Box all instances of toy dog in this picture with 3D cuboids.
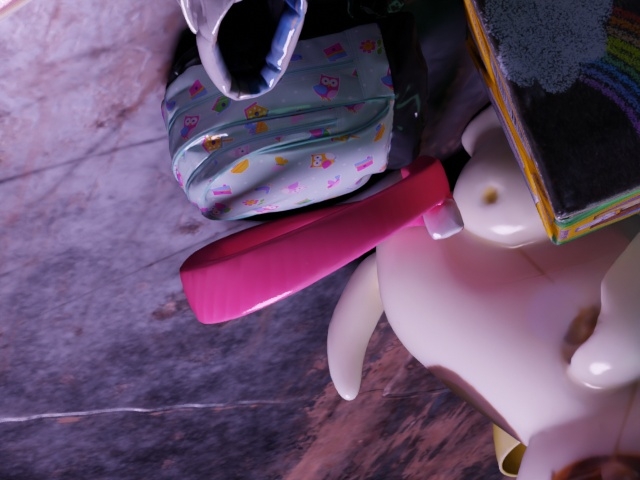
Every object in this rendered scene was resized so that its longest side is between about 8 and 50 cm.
[{"bbox_3d":[0.213,0.107,1.256,0.395,0.408,0.284,-22,149,2],"label":"toy dog"}]

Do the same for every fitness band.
[{"bbox_3d":[0.000,0.000,1.173,0.209,0.054,0.291,-22,-176,2],"label":"fitness band"}]

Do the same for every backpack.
[{"bbox_3d":[-0.019,-0.087,1.099,0.182,0.115,0.152,-12,151,-8],"label":"backpack"}]

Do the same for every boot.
[{"bbox_3d":[-0.039,-0.195,0.901,0.095,0.123,0.258,-13,149,-12],"label":"boot"}]

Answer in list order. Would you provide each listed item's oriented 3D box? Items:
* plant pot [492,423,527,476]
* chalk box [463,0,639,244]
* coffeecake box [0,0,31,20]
[{"bbox_3d":[0.240,0.183,1.704,0.134,0.095,0.134,-15,149,-10],"label":"plant pot"},{"bbox_3d":[0.261,-0.136,1.075,0.289,0.180,0.179,-21,173,4],"label":"chalk box"},{"bbox_3d":[-0.205,-0.202,0.846,0.142,0.068,0.185,-29,148,15],"label":"coffeecake box"}]
